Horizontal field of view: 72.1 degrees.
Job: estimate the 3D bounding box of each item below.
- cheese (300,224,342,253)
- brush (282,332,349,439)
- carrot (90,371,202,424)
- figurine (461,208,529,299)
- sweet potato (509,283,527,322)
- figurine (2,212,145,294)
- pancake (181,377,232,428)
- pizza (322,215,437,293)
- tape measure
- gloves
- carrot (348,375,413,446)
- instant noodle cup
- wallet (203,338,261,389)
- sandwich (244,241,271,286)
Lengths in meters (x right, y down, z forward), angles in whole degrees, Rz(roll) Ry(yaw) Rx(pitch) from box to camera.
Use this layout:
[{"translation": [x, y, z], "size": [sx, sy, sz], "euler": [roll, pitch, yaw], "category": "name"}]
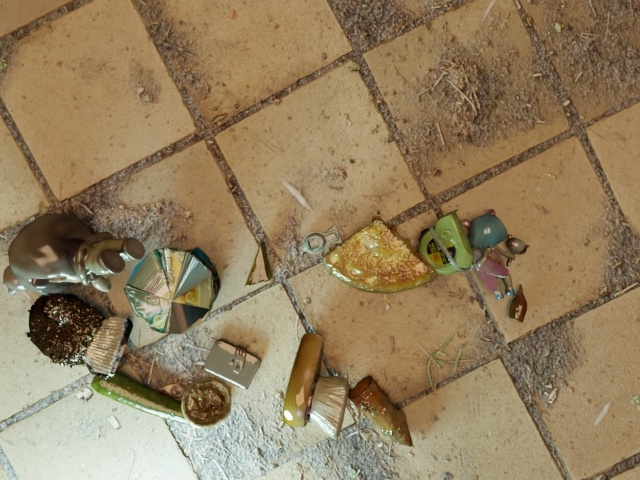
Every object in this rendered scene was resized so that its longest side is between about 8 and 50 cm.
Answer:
[{"translation": [0.000, 0.000, 1.311], "size": [0.121, 0.026, 0.067], "euler": [-21, 93, -1], "category": "cheese"}, {"translation": [-0.001, 0.404, 1.248], "size": [0.166, 0.174, 0.266], "euler": [8, 81, 10], "category": "brush"}, {"translation": [-0.501, 0.475, 1.303], "size": [0.358, 0.074, 0.074], "euler": [25, 92, -5], "category": "carrot"}, {"translation": [0.524, 0.038, 1.282], "size": [0.205, 0.103, 0.260], "euler": [-18, 91, 0], "category": "figurine"}, {"translation": [0.593, 0.188, 1.318], "size": [0.049, 0.049, 0.117], "euler": [9, 86, -1], "category": "sweet potato"}, {"translation": [-0.657, 0.039, 1.164], "size": [0.381, 0.203, 0.248], "euler": [1, 52, 21], "category": "figurine"}, {"translation": [-0.335, 0.479, 1.304], "size": [0.152, 0.025, 0.151], "euler": [6, 67, -15], "category": "pancake"}, {"translation": [0.170, 0.042, 1.271], "size": [0.335, 0.086, 0.226], "euler": [5, 98, 13], "category": "pizza"}, {"translation": [0.361, 0.021, 1.271], "size": [0.154, 0.087, 0.177], "euler": [-25, 88, 28], "category": "tape measure"}, {"translation": [-0.700, 0.257, 1.256], "size": [0.312, 0.135, 0.210], "euler": [15, 96, 1], "category": "gloves"}, {"translation": [0.194, 0.524, 1.311], "size": [0.102, 0.102, 0.263], "euler": [-39, 98, 1], "category": "carrot"}, {"translation": [-0.389, 0.131, 1.233], "size": [0.240, 0.178, 0.240], "euler": [0, 92, -1], "category": "instant noodle cup"}, {"translation": [-0.262, 0.370, 1.315], "size": [0.153, 0.039, 0.118], "euler": [26, 94, -1], "category": "wallet"}, {"translation": [-0.193, 0.068, 1.287], "size": [0.074, 0.074, 0.116], "euler": [-12, 91, -1], "category": "sandwich"}]
